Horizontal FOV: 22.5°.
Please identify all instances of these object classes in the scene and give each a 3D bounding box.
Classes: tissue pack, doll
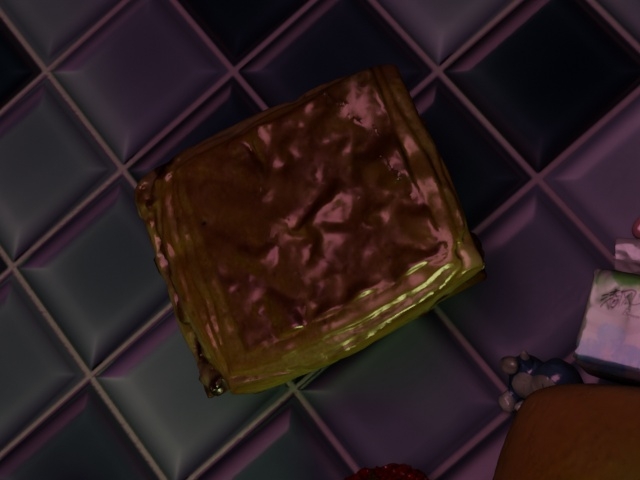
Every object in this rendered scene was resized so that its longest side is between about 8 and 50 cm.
[{"bbox_3d":[0.361,0.076,1.455,0.229,0.159,0.145,12,84,16],"label":"tissue pack"},{"bbox_3d":[0.216,0.137,1.561,0.083,0.076,0.050,18,46,29],"label":"doll"}]

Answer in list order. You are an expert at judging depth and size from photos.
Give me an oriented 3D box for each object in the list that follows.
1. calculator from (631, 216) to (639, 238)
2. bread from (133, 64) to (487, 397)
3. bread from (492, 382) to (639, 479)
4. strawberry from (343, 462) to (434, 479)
[{"bbox_3d":[0.367,0.036,1.561,0.103,0.024,0.166,-38,69,6],"label":"calculator"},{"bbox_3d":[0.000,0.000,1.618,0.324,0.167,0.277,-29,68,18],"label":"bread"},{"bbox_3d":[0.290,0.319,1.381,0.348,0.253,0.376,13,81,18],"label":"bread"},{"bbox_3d":[0.063,0.284,1.557,0.145,0.086,0.145,-5,72,15],"label":"strawberry"}]
